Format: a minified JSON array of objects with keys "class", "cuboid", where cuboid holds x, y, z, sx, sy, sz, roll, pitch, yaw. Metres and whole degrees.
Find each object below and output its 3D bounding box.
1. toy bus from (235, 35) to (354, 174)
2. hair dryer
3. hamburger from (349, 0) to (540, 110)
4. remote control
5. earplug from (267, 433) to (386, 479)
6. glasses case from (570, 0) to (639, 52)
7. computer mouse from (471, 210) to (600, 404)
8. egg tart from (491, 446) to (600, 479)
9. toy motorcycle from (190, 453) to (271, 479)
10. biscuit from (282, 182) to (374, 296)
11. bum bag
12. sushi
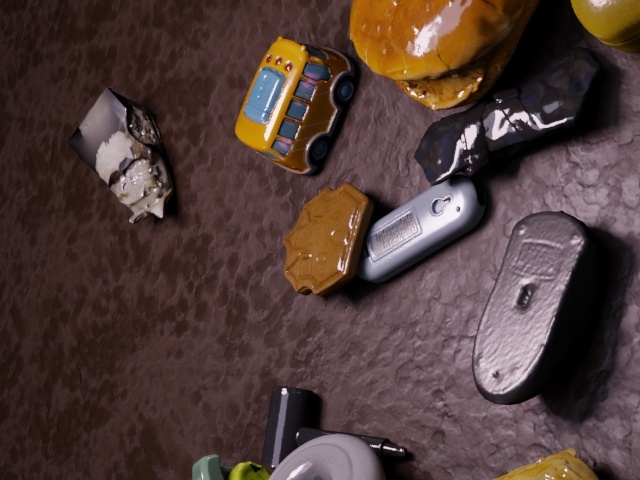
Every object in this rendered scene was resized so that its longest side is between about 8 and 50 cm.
[{"class":"toy bus","cuboid":[-0.047,-0.222,1.990,0.126,0.136,0.209,30,99,43]},{"class":"hair dryer","cuboid":[0.025,0.286,1.858,0.255,0.070,0.128,-1,78,35]},{"class":"hamburger","cuboid":[0.186,-0.352,1.763,0.290,0.170,0.314,28,89,49]},{"class":"remote control","cuboid":[0.138,-0.017,1.829,0.244,0.047,0.087,-33,54,31]},{"class":"earplug","cuboid":[0.023,0.430,1.728,0.214,0.175,0.325,-25,66,27]},{"class":"glasses case","cuboid":[0.477,-0.386,1.543,0.371,0.141,0.173,-27,62,35]},{"class":"computer mouse","cuboid":[0.290,0.095,1.634,0.137,0.086,0.269,12,79,49]},{"class":"egg tart","cuboid":[0.233,0.451,1.557,0.351,0.153,0.339,-24,68,39]},{"class":"toy motorcycle","cuboid":[-0.156,0.503,1.870,0.191,0.200,0.326,-40,54,28]},{"class":"biscuit","cuboid":[-0.002,-0.001,1.929,0.215,0.034,0.182,-4,66,57]},{"class":"bum bag","cuboid":[0.257,-0.168,1.734,0.310,0.074,0.137,-27,41,35]},{"class":"sushi","cuboid":[-0.327,-0.139,2.267,0.134,0.109,0.273,-48,66,18]}]
